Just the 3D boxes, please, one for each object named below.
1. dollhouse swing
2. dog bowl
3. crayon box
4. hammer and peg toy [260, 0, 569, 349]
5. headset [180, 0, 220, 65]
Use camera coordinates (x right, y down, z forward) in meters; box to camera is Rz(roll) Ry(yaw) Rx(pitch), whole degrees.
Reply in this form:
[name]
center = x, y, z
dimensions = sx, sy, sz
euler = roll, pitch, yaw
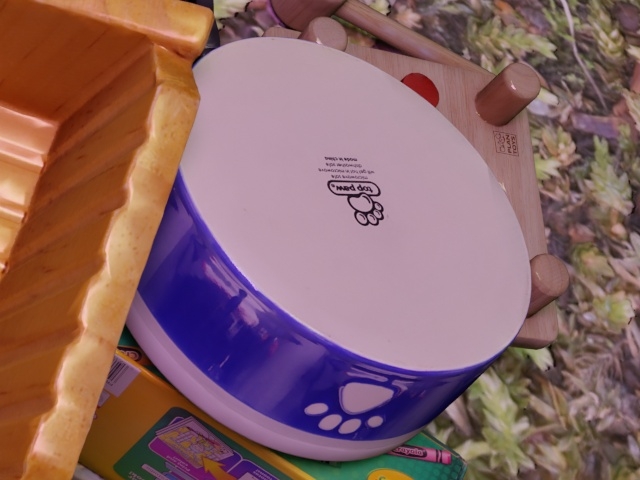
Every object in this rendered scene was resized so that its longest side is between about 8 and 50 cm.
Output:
[dollhouse swing]
center = -0.291, -0.010, 0.764
dimensions = 0.305, 0.315, 0.346
euler = 26, 68, -22
[dog bowl]
center = 0.000, 0.000, 0.856
dimensions = 0.265, 0.104, 0.265
euler = 21, 44, -22
[crayon box]
center = -0.064, 0.131, 0.908
dimensions = 0.278, 0.165, 0.081
euler = 34, 53, -8
[hammer and peg toy]
center = 0.074, -0.091, 1.124
dimensions = 0.266, 0.127, 0.361
euler = 10, 60, -23
[headset]
center = -0.212, -0.209, 1.059
dimensions = 0.243, 0.185, 0.394
euler = 3, 78, -22
